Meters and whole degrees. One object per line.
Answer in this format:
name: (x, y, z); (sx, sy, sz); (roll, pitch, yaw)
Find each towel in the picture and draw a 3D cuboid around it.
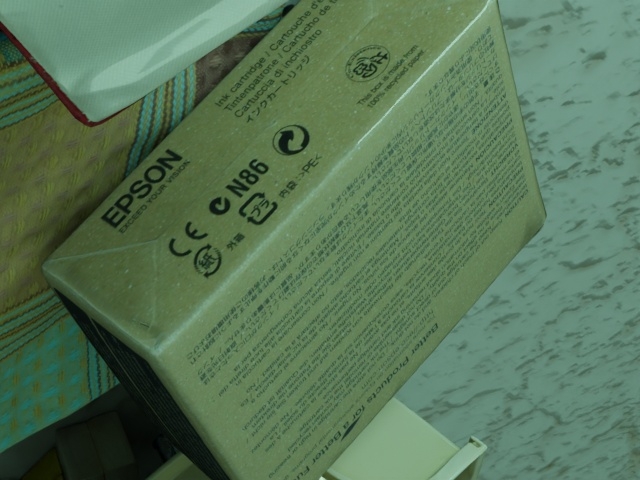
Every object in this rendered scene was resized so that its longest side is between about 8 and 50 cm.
towel: (-0.160, 0.024, 0.657); (0.370, 0.040, 0.271); (-31, 150, -42)

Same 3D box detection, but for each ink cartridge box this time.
ink cartridge box: (0.000, 0.000, 0.746); (0.234, 0.088, 0.193); (-47, 148, -17)

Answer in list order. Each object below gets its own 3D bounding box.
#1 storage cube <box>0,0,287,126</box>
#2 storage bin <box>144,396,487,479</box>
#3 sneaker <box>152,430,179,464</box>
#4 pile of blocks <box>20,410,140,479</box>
storage cube: (-0.072, -0.189, 0.475); (0.215, 0.193, 0.183); (-33, 142, 5)
storage bin: (-0.048, 0.231, 0.894); (0.260, 0.123, 0.262); (-39, 155, -29)
sneaker: (-0.074, 0.126, 0.942); (0.058, 0.052, 0.135); (-6, 136, -20)
pile of blocks: (-0.230, 0.262, 0.950); (0.149, 0.112, 0.362); (17, 123, -42)
